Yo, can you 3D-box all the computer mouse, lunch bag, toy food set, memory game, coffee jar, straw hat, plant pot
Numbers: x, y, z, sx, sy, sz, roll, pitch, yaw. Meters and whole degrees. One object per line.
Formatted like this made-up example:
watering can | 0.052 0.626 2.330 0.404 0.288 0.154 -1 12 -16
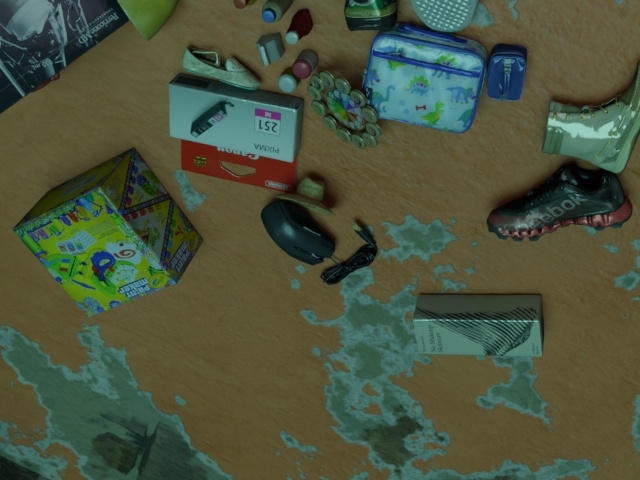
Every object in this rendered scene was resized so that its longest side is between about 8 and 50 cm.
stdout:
computer mouse | 0.000 0.000 1.846 0.184 0.060 0.262 -29 120 32
lunch bag | 0.335 -0.299 1.524 0.067 0.065 0.099 7 127 13
lunch bag | 0.191 -0.302 1.557 0.218 0.090 0.176 15 126 6
toy food set | -0.078 -0.375 1.577 0.111 0.105 0.232 -4 124 21
memory game | 0.044 -0.249 1.630 0.186 0.012 0.186 36 156 19
coffee jar | 0.083 -0.459 1.478 0.096 0.079 0.185 5 126 20
straw hat | -0.022 -0.102 1.784 0.144 0.144 0.061 17 89 6
plant pot | -0.324 -0.461 1.593 0.095 0.134 0.134 -31 114 5

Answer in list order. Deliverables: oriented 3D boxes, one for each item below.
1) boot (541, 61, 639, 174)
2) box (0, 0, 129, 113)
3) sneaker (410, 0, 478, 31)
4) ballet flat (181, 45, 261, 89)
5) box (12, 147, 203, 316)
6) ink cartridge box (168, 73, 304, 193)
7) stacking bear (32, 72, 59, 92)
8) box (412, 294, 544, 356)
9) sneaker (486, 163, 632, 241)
boot | 0.495 -0.233 1.516 0.165 0.077 0.213 17 124 13
box | -0.589 -0.434 1.533 0.179 0.343 0.313 14 143 58
sneaker | 0.204 -0.494 1.397 0.126 0.128 0.321 7 152 20
ballet flat | -0.197 -0.345 1.674 0.168 0.057 0.052 16 119 6
box | -0.484 -0.011 1.937 0.289 0.177 0.279 -20 117 29
ink cartridge box | -0.180 -0.208 1.767 0.275 0.060 0.239 13 127 9
stacking bear | -0.646 -0.430 1.699 0.175 0.164 0.289 -21 121 30
box | 0.350 0.186 1.863 0.275 0.094 0.113 -3 124 19
sneaker | 0.451 -0.079 1.630 0.275 0.098 0.135 -10 122 22
